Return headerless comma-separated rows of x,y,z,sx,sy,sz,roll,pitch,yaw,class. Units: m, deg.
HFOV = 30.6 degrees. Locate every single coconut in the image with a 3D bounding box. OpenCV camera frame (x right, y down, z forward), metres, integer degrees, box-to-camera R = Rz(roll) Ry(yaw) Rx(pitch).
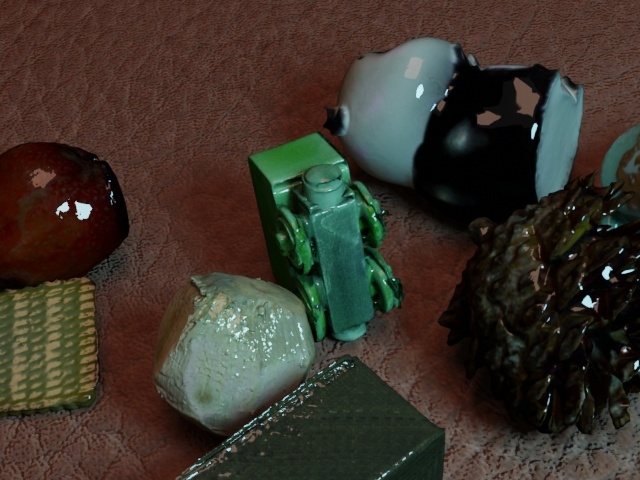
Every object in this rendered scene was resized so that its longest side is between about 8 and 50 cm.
-0.103,0.137,1.340,0.195,0.194,0.194,-2,47,2,coconut

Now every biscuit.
-0.396,0.137,1.438,0.255,0.029,0.172,-7,60,-1,biscuit

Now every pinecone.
0.286,0.074,1.307,0.242,0.298,0.295,-2,51,-38,pinecone

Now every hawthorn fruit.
-0.370,-0.018,1.518,0.251,0.189,0.189,-41,54,-3,hawthorn fruit

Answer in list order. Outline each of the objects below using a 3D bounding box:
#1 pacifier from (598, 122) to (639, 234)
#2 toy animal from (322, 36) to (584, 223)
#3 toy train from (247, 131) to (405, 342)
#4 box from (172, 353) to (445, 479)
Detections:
0.493,-0.037,1.444,0.269,0.343,0.288,28,75,-19,pacifier
0.169,-0.153,1.557,0.310,0.250,0.251,13,48,27,toy animal
0.000,0.000,1.425,0.133,0.243,0.188,-20,34,-14,toy train
-0.017,0.273,1.196,0.273,0.184,0.143,-33,52,-25,box
